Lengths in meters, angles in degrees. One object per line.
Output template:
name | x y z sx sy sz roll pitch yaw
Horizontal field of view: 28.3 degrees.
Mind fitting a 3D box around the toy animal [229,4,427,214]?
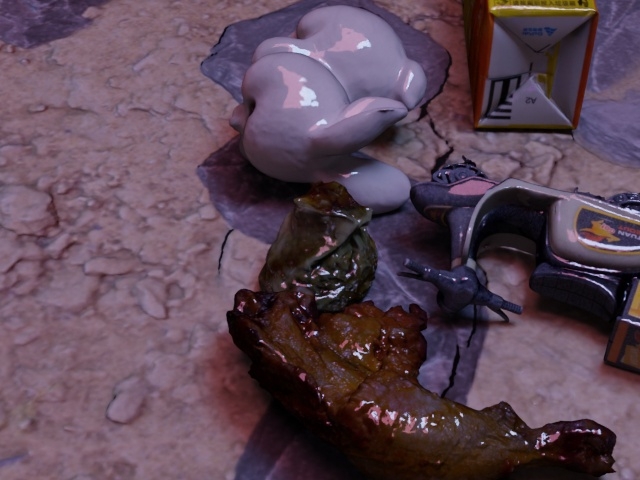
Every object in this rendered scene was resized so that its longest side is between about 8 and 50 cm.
toy animal | 0.014 -0.130 1.214 0.178 0.127 0.193 12 42 9

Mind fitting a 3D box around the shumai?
shumai | 0.001 0.000 1.104 0.099 0.087 0.124 15 47 12

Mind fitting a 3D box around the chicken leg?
chicken leg | 0.064 0.118 0.994 0.322 0.083 0.177 33 41 31

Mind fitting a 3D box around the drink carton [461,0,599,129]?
drink carton | 0.212 -0.284 1.356 0.111 0.155 0.351 2 44 1

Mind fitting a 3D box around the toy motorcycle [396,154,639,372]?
toy motorcycle | 0.193 0.013 1.095 0.263 0.091 0.157 17 50 13

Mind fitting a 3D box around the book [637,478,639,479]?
book | 0.449 0.170 0.934 0.389 0.032 0.269 -25 43 -30
